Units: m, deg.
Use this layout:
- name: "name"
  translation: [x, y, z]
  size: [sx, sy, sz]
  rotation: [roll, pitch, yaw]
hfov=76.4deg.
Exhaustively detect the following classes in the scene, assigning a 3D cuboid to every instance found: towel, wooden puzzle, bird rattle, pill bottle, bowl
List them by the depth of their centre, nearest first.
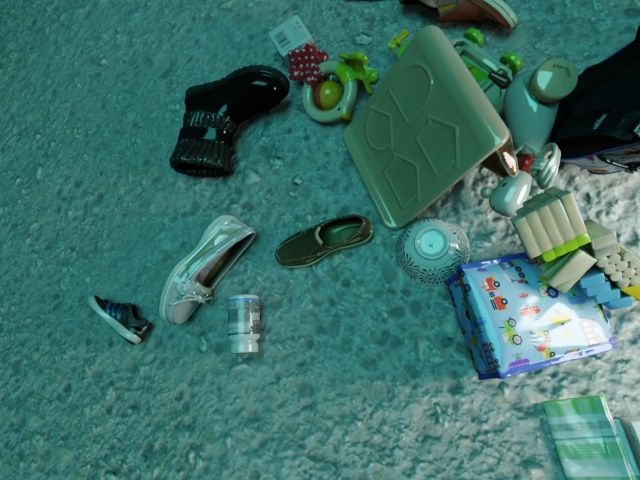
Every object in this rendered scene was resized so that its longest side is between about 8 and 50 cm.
- name: "towel"
  translation: [0.502, 0.378, 0.769]
  size: [0.113, 0.023, 0.152]
  rotation: [-21, 70, 27]
- name: "bowl"
  translation: [0.254, 0.014, 0.925]
  size: [0.170, 0.080, 0.170]
  rotation: [-4, 75, 14]
- name: "wooden puzzle"
  translation: [0.222, -0.243, 0.938]
  size: [0.348, 0.080, 0.322]
  rotation: [-44, 62, 45]
- name: "pill bottle"
  translation: [-0.187, 0.206, 0.998]
  size: [0.078, 0.078, 0.137]
  rotation: [-8, 74, 14]
- name: "bird rattle"
  translation: [0.016, -0.422, 1.092]
  size: [0.254, 0.143, 0.206]
  rotation: [11, 95, 21]

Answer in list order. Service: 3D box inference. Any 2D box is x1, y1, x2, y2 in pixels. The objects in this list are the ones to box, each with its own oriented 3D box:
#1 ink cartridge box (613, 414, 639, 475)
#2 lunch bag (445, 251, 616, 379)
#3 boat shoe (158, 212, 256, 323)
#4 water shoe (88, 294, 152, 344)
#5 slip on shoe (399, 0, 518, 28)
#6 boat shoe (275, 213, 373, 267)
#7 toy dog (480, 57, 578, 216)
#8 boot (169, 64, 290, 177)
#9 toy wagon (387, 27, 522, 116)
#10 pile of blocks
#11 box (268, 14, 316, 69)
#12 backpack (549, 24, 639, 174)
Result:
- name: "ink cartridge box"
  translation: [0.625, 0.370, 0.732]
  size: [0.180, 0.060, 0.104]
  rotation: [-15, 72, 12]
- name: "lunch bag"
  translation: [0.440, 0.136, 0.822]
  size: [0.293, 0.138, 0.221]
  rotation: [-13, 70, -1]
- name: "boat shoe"
  translation: [-0.291, 0.081, 1.044]
  size: [0.103, 0.118, 0.320]
  rotation: [29, 78, 25]
- name: "water shoe"
  translation: [-0.546, 0.202, 1.117]
  size: [0.203, 0.073, 0.080]
  rotation: [34, 65, 17]
- name: "slip on shoe"
  translation: [0.353, -0.617, 1.064]
  size: [0.331, 0.123, 0.101]
  rotation: [31, 118, 16]
- name: "boat shoe"
  translation: [-0.002, -0.007, 0.994]
  size: [0.257, 0.095, 0.095]
  rotation: [-22, 70, 9]
- name: "toy dog"
  translation: [0.408, -0.237, 0.875]
  size: [0.161, 0.220, 0.333]
  rotation: [18, 73, 10]
- name: "boot"
  translation: [-0.249, -0.316, 1.126]
  size: [0.348, 0.131, 0.260]
  rotation: [-8, 66, 25]
- name: "toy wagon"
  translation: [0.313, -0.413, 1.031]
  size: [0.267, 0.068, 0.344]
  rotation: [-43, 68, 1]
- name: "pile of blocks"
  translation: [0.509, 0.032, 0.789]
  size: [0.362, 0.112, 0.149]
  rotation: [34, 110, -7]
- name: "box"
  translation: [-0.075, -0.562, 1.170]
  size: [0.102, 0.087, 0.101]
  rotation: [-30, 69, 5]
- name: "backpack"
  translation: [0.604, -0.254, 0.803]
  size: [0.213, 0.263, 0.276]
  rotation: [23, 82, -18]
